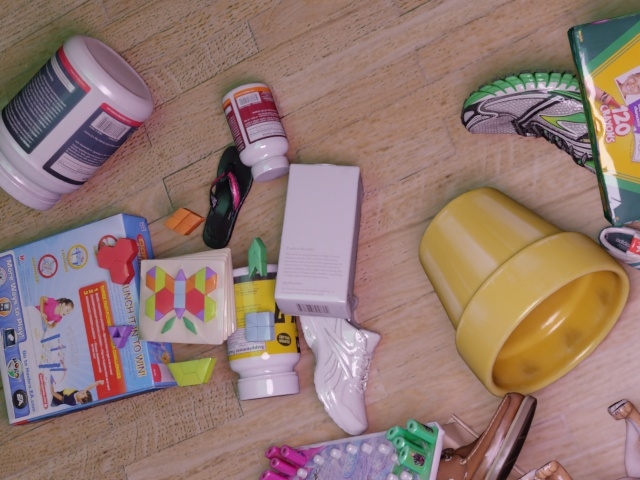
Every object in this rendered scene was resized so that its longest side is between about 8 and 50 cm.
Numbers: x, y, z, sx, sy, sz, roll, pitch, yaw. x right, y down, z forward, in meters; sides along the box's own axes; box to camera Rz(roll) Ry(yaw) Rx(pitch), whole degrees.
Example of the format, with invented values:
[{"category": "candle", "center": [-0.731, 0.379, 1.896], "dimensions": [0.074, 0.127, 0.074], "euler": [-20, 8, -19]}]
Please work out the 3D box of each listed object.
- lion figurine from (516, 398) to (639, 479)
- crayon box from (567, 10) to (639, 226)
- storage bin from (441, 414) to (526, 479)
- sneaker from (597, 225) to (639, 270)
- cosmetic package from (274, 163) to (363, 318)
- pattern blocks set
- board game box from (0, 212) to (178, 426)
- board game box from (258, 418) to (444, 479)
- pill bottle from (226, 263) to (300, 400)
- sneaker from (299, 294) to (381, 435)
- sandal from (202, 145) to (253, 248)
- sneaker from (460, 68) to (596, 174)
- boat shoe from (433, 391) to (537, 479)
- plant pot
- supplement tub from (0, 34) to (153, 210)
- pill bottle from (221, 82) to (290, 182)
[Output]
[{"category": "lion figurine", "center": [0.413, 0.367, 1.626], "dimensions": [0.392, 0.142, 0.240], "euler": [-30, 79, -28]}, {"category": "crayon box", "center": [0.450, -0.174, 1.653], "dimensions": [0.165, 0.081, 0.278], "euler": [-13, 96, 6]}, {"category": "storage bin", "center": [0.208, 0.445, 1.784], "dimensions": [0.262, 0.123, 0.260], "euler": [38, 100, 21]}, {"category": "sneaker", "center": [0.473, 0.022, 1.736], "dimensions": [0.161, 0.075, 0.057], "euler": [26, 95, 23]}, {"category": "cosmetic package", "center": [0.000, 0.000, 1.895], "dimensions": [0.117, 0.085, 0.231], "euler": [4, 69, 9]}, {"category": "pattern blocks set", "center": [-0.219, 0.091, 1.935], "dimensions": [0.325, 0.026, 0.285], "euler": [-18, 78, 28]}, {"category": "board game box", "center": [-0.423, 0.140, 2.102], "dimensions": [0.302, 0.086, 0.308], "euler": [-16, 79, 21]}, {"category": "board game box", "center": [-0.002, 0.459, 1.731], "dimensions": [0.390, 0.050, 0.390], "euler": [-22, 46, 51]}, {"category": "pill bottle", "center": [-0.095, 0.149, 1.943], "dimensions": [0.119, 0.119, 0.208], "euler": [-11, 81, 22]}, {"category": "sneaker", "center": [0.046, 0.189, 1.898], "dimensions": [0.115, 0.090, 0.232], "euler": [-20, 78, 17]}, {"category": "sandal", "center": [-0.160, -0.073, 2.035], "dimensions": [0.067, 0.040, 0.179], "euler": [15, 91, 24]}, {"category": "sneaker", "center": [0.370, -0.172, 1.768], "dimensions": [0.343, 0.134, 0.146], "euler": [4, 87, 23]}, {"category": "boat shoe", "center": [0.194, 0.335, 1.673], "dimensions": [0.104, 0.111, 0.307], "euler": [29, 96, 22]}, {"category": "plant pot", "center": [0.272, 0.057, 1.740], "dimensions": [0.254, 0.254, 0.239], "euler": [-48, 55, 12]}, {"category": "supplement tub", "center": [-0.440, -0.203, 2.085], "dimensions": [0.272, 0.191, 0.191], "euler": [-43, 71, 13]}, {"category": "pill bottle", "center": [-0.103, -0.177, 1.997], "dimensions": [0.086, 0.086, 0.152], "euler": [-23, 76, 19]}]
